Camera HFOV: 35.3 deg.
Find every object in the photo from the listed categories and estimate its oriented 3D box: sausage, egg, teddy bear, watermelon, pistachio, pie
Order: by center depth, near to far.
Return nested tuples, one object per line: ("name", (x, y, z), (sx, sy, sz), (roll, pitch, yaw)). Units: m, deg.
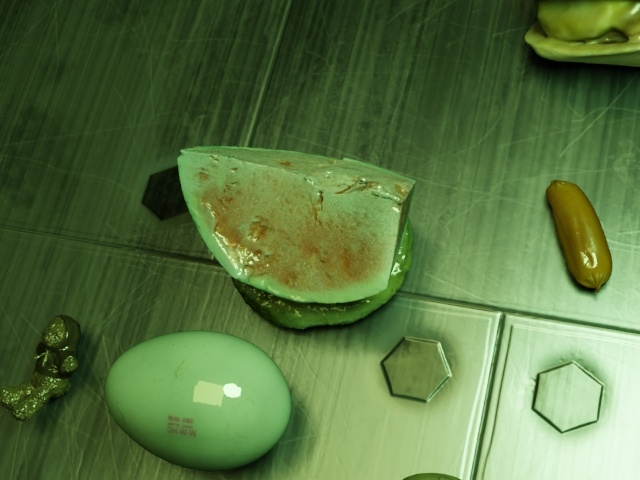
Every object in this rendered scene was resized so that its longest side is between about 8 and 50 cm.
("egg", (-0.166, 0.209, 1.337), (0.264, 0.183, 0.183), (7, 69, 22))
("watermelon", (-0.037, -0.046, 1.337), (0.305, 0.180, 0.224), (13, 60, 8))
("sausage", (0.359, -0.013, 1.388), (0.062, 0.054, 0.183), (0, 62, -18))
("pistachio", (0.445, -0.353, 1.424), (0.321, 0.229, 0.238), (-8, 25, 15))
("pie", (0.000, 0.000, 1.454), (0.277, 0.078, 0.277), (-2, 70, 6))
("teddy bear", (-0.390, 0.189, 1.457), (0.119, 0.078, 0.160), (19, 77, 55))

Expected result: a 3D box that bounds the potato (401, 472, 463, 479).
("potato", (0.116, 0.409, 1.203), (0.165, 0.165, 0.262), (18, 68, 19))
